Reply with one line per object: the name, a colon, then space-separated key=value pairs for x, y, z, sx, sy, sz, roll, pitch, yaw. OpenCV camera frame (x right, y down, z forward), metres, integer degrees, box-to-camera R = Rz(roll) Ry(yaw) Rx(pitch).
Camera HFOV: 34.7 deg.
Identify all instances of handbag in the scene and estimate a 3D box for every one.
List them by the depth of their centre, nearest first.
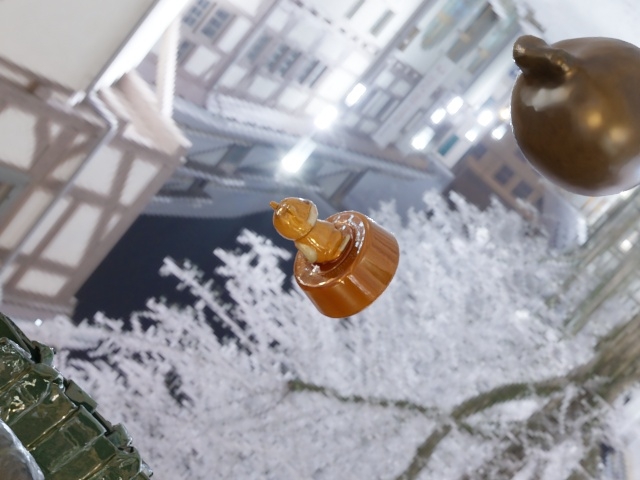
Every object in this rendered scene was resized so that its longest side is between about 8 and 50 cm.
handbag: x=-0.356 y=0.256 z=1.181 sx=0.326 sy=0.238 sz=0.089 roll=58 pitch=174 yaw=-34

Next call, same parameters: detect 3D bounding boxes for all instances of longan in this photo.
longan: x=0.162 y=-0.081 z=0.622 sx=0.119 sy=0.106 sz=0.106 roll=41 pitch=-168 yaw=-26

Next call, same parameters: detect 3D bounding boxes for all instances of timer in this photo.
timer: x=0.000 y=0.000 z=1.216 sx=0.152 sy=0.132 sz=0.132 roll=43 pitch=-170 yaw=-35

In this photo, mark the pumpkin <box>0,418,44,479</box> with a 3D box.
pumpkin: x=-0.320 y=0.238 z=0.875 sx=0.152 sy=0.211 sz=0.211 roll=-22 pitch=-122 yaw=-36
